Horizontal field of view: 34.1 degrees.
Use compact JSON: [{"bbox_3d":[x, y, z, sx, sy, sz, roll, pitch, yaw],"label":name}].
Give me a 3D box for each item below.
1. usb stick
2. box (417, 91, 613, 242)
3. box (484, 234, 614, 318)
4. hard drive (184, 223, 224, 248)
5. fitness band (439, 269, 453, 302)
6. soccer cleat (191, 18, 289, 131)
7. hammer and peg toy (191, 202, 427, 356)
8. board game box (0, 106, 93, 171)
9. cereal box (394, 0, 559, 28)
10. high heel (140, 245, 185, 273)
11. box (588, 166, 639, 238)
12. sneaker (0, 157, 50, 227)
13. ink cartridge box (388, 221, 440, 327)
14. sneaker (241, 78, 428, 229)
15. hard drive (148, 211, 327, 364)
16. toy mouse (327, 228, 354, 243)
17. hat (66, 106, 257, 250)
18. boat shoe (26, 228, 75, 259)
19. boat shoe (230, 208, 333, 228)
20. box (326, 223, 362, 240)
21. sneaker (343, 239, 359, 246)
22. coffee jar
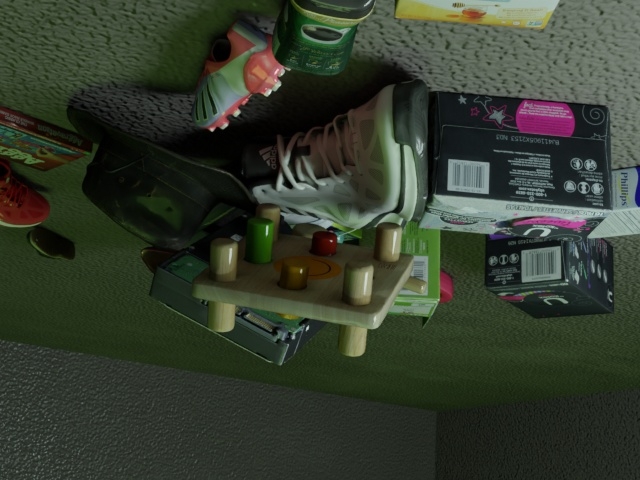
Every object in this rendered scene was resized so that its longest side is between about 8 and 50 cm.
[{"bbox_3d":[-0.181,-0.059,1.786,0.278,0.045,0.077,-29,163,37],"label":"usb stick"},{"bbox_3d":[0.269,-0.098,1.472,0.247,0.163,0.142,5,162,-2],"label":"box"},{"bbox_3d":[0.434,0.049,1.960,0.165,0.143,0.270,-7,161,32],"label":"box"},{"bbox_3d":[-0.176,0.009,1.946,0.172,0.054,0.254,16,-176,-36],"label":"hard drive"},{"bbox_3d":[0.175,0.095,2.330,0.209,0.054,0.291,-10,159,31],"label":"fitness band"},{"bbox_3d":[-0.121,-0.214,1.353,0.095,0.083,0.248,42,155,-16],"label":"soccer cleat"},{"bbox_3d":[0.005,0.031,1.475,0.265,0.127,0.361,9,-161,14],"label":"hammer and peg toy"},{"bbox_3d":[-0.513,-0.173,1.624,0.145,0.027,0.281,-11,158,44],"label":"board game box"},{"bbox_3d":[0.173,-0.294,1.046,0.172,0.047,0.240,4,163,-2],"label":"cereal box"},{"bbox_3d":[-0.243,0.091,1.928,0.181,0.127,0.377,7,-170,-12],"label":"high heel"},{"bbox_3d":[0.484,-0.060,1.711,0.137,0.072,0.126,-6,160,32],"label":"box"},{"bbox_3d":[-0.550,-0.084,1.824,0.128,0.087,0.221,-11,159,43],"label":"sneaker"},{"bbox_3d":[0.163,0.051,1.940,0.097,0.189,0.255,2,163,0],"label":"ink cartridge box"},{"bbox_3d":[0.012,-0.103,1.498,0.257,0.169,0.447,2,166,-3],"label":"sneaker"},{"bbox_3d":[-0.082,0.060,1.644,0.236,0.064,0.339,26,-154,14],"label":"hard drive"},{"bbox_3d":[0.000,0.000,1.875,0.143,0.031,0.161,-7,179,14],"label":"toy mouse"},{"bbox_3d":[-0.258,-0.068,1.570,0.331,0.134,0.331,25,170,5],"label":"hat"},{"bbox_3d":[-0.576,0.014,2.199,0.049,0.056,0.152,-8,160,19],"label":"boat shoe"},{"bbox_3d":[-0.076,-0.061,1.850,0.226,0.083,0.076,-7,133,32],"label":"boat shoe"},{"bbox_3d":[-0.005,-0.027,1.974,0.178,0.043,0.109,-10,159,39],"label":"box"},{"bbox_3d":[0.036,0.056,2.101,0.079,0.121,0.217,4,163,1],"label":"sneaker"},{"bbox_3d":[0.004,-0.255,1.154,0.096,0.079,0.184,10,163,-9],"label":"coffee jar"}]
